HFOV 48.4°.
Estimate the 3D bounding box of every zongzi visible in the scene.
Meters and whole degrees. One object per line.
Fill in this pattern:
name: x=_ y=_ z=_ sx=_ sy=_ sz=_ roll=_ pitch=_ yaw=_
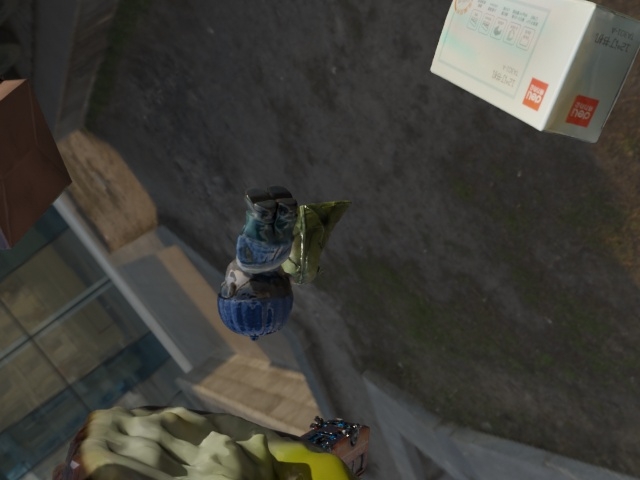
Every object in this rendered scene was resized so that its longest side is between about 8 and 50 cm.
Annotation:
zongzi: x=0.000 y=0.000 z=0.885 sx=0.055 sy=0.119 sz=0.109 roll=102 pitch=153 yaw=-54

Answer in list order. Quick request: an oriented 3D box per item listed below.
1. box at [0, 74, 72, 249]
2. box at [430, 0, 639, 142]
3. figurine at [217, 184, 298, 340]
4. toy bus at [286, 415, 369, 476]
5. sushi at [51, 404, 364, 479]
box: x=-0.510 y=-0.123 z=1.123 sx=0.086 sy=0.215 sz=0.215 roll=0 pitch=126 yaw=15
box: x=0.232 y=-0.219 z=0.813 sx=0.269 sy=0.079 sz=0.135 roll=-126 pitch=50 yaw=-57
figurine: x=-0.047 y=0.024 z=0.627 sx=0.079 sy=0.077 sz=0.136 roll=52 pitch=136 yaw=32
toy bus: x=0.000 y=0.297 z=0.949 sx=0.073 sy=0.235 sz=0.097 roll=2 pitch=92 yaw=24
sushi: x=-0.073 y=0.275 z=0.456 sx=0.281 sy=0.294 sz=0.299 roll=21 pitch=-176 yaw=0
